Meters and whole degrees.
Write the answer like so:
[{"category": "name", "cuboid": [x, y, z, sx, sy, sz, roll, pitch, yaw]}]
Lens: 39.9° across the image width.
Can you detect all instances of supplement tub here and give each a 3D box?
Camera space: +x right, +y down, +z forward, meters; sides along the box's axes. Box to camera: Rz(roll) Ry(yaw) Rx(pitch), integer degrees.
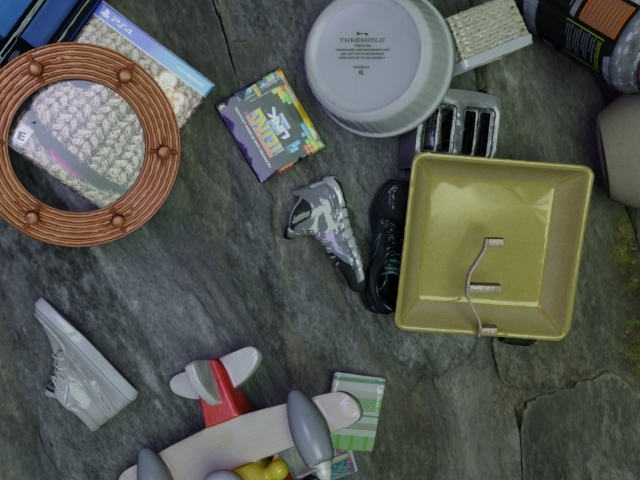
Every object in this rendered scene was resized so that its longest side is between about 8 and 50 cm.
[{"category": "supplement tub", "cuboid": [0.532, -0.390, 1.585, 0.193, 0.316, 0.194, -23, 138, -22]}]

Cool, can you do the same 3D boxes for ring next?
[{"category": "ring", "cuboid": [-0.396, -0.152, 1.438, 0.336, 0.032, 0.337, -3, 101, -15]}]

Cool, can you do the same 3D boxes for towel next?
[{"category": "towel", "cuboid": [0.063, 0.338, 1.742, 0.113, 0.023, 0.152, 10, 92, -19]}]

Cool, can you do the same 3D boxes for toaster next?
[{"category": "toaster", "cuboid": [0.245, -0.210, 1.673, 0.168, 0.110, 0.186, 5, 96, -13]}]

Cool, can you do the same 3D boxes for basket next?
[{"category": "basket", "cuboid": [0.290, -0.378, 1.646, 0.167, 0.113, 0.103, -23, 95, -22]}]

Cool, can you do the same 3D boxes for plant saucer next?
[{"category": "plant saucer", "cuboid": [0.312, 0.008, 1.640, 0.332, 0.081, 0.333, 4, 102, -4]}]

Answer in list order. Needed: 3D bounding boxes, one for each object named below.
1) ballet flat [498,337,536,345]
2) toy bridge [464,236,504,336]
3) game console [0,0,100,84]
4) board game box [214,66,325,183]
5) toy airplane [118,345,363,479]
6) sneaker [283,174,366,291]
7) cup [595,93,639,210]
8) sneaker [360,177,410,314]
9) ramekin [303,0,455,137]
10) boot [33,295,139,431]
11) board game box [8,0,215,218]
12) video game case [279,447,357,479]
[{"category": "ballet flat", "cuboid": [0.374, 0.080, 1.748, 0.096, 0.095, 0.281, -9, 99, -1]}, {"category": "toy bridge", "cuboid": [0.295, 0.086, 1.602, 0.063, 0.026, 0.188, 2, 103, -1]}, {"category": "game console", "cuboid": [-0.496, -0.436, 1.471, 0.173, 0.250, 0.293, 35, 90, -40]}, {"category": "board game box", "cuboid": [-0.094, -0.213, 1.637, 0.141, 0.048, 0.170, -32, 102, -7]}, {"category": "toy airplane", "cuboid": [-0.153, 0.388, 1.586, 0.384, 0.272, 0.386, 23, 107, 6]}, {"category": "sneaker", "cuboid": [0.000, 0.000, 1.673, 0.132, 0.086, 0.229, -16, 90, -4]}, {"category": "cup", "cuboid": [0.658, -0.180, 1.682, 0.236, 0.331, 0.331, -9, 100, 15]}, {"category": "sneaker", "cuboid": [0.143, 0.015, 1.686, 0.101, 0.106, 0.268, 6, 95, -11]}, {"category": "ramekin", "cuboid": [0.094, -0.320, 1.560, 0.272, 0.127, 0.273, 1, 93, 20]}, {"category": "boot", "cuboid": [-0.456, 0.231, 1.597, 0.123, 0.095, 0.258, -42, 104, -10]}, {"category": "board game box", "cuboid": [-0.363, -0.221, 1.534, 0.232, 0.141, 0.291, 35, 90, -13]}, {"category": "video game case", "cuboid": [-0.014, 0.408, 1.749, 0.143, 0.019, 0.157, -17, 99, -9]}]
